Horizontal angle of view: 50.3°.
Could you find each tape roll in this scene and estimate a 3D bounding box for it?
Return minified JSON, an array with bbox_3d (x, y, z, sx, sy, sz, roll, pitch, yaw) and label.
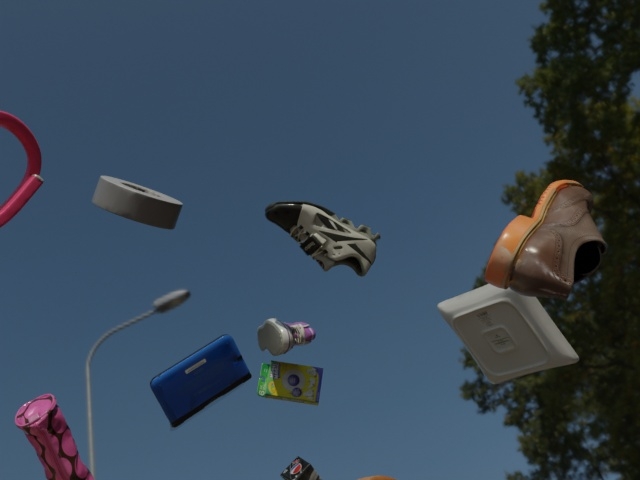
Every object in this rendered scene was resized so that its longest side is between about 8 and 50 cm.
[{"bbox_3d":[-0.470,-0.098,1.756,0.219,0.219,0.072,18,-86,-37],"label":"tape roll"}]

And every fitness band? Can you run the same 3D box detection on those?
[{"bbox_3d":[-0.707,-0.138,1.418,0.054,0.291,0.209,0,-42,42],"label":"fitness band"}]

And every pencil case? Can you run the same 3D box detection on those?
[{"bbox_3d":[-0.506,0.404,1.302,0.095,0.098,0.209,-21,-74,-3],"label":"pencil case"}]

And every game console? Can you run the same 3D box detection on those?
[{"bbox_3d":[-0.388,0.460,2.195,0.293,0.173,0.250,-31,-73,-23],"label":"game console"}]

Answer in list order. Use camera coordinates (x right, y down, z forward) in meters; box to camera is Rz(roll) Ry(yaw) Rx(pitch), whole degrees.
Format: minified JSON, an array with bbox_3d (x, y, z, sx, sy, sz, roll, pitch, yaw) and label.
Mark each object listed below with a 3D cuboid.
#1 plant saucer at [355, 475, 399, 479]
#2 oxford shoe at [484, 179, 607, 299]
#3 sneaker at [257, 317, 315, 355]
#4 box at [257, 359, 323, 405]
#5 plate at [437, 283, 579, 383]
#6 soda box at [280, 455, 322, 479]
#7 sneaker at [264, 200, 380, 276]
[{"bbox_3d":[0.138,0.442,1.096,0.200,0.200,0.037,23,-82,-40],"label":"plant saucer"},{"bbox_3d":[0.386,0.005,1.084,0.363,0.132,0.130,-33,-39,-48],"label":"oxford shoe"},{"bbox_3d":[-0.082,0.269,1.973,0.161,0.102,0.282,-4,-3,-15],"label":"sneaker"},{"bbox_3d":[-0.087,0.404,1.946,0.179,0.105,0.043,7,-30,1],"label":"box"},{"bbox_3d":[0.463,0.242,1.738,0.277,0.278,0.045,-30,9,46],"label":"plate"},{"bbox_3d":[-0.014,0.552,1.483,0.060,0.053,0.169,-41,-66,-23],"label":"soda box"},{"bbox_3d":[0.000,0.000,1.818,0.330,0.146,0.122,20,-26,-12],"label":"sneaker"}]
